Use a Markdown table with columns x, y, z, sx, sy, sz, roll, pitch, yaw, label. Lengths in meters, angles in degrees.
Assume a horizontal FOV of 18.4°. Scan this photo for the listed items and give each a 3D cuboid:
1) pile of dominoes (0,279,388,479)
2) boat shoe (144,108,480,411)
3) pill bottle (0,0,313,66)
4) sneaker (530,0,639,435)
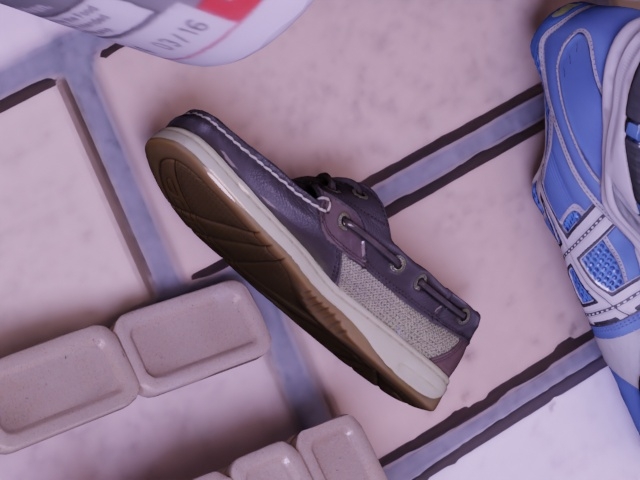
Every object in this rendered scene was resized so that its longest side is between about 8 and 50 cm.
| x | y | z | sx | sy | sz | roll | pitch | yaw | label |
| --- | --- | --- | --- | --- | --- | --- | --- | --- | --- |
| -0.073 | 0.132 | 0.625 | 0.251 | 0.040 | 0.196 | -19 | 78 | -38 | pile of dominoes |
| 0.000 | 0.000 | 0.688 | 0.152 | 0.056 | 0.049 | 46 | 72 | -35 | boat shoe |
| -0.127 | -0.161 | 0.533 | 0.283 | 0.161 | 0.161 | 16 | 91 | -28 | pill bottle |
| 0.129 | 0.000 | 0.741 | 0.080 | 0.081 | 0.211 | -28 | 127 | -22 | sneaker |
